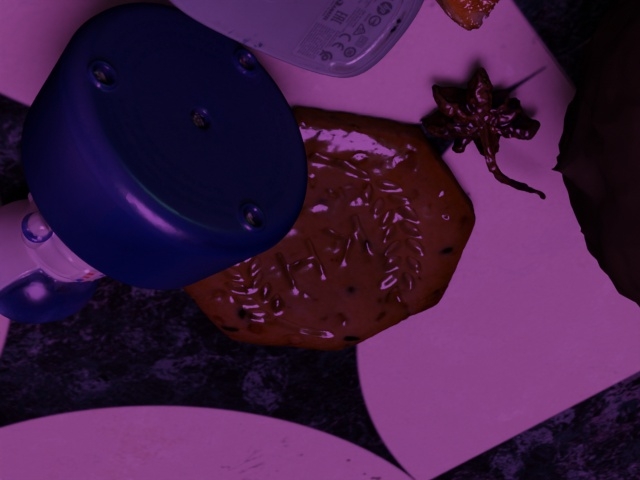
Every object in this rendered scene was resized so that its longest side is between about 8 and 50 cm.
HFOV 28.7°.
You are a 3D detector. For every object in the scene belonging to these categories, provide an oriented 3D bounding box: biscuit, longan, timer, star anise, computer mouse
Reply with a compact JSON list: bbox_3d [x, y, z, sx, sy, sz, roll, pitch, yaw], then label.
[{"bbox_3d":[0.001,0.000,1.429,0.359,0.046,0.359,-4,132,-4],"label":"biscuit"},{"bbox_3d":[0.402,-0.099,1.182,0.391,0.391,0.391,-3,131,-4],"label":"longan"},{"bbox_3d":[-0.225,-0.031,1.272,0.270,0.270,0.383,29,136,-27],"label":"timer"},{"bbox_3d":[0.187,-0.108,1.344,0.097,0.070,0.191,-40,126,22],"label":"star anise"},{"bbox_3d":[-0.039,-0.259,1.169,0.288,0.097,0.159,17,126,-34],"label":"computer mouse"}]

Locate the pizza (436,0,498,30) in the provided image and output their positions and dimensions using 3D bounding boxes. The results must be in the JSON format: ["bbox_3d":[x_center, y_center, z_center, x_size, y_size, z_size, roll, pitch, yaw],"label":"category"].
[{"bbox_3d":[0.140,-0.279,1.210,0.099,0.035,0.160,-21,130,12],"label":"pizza"}]
